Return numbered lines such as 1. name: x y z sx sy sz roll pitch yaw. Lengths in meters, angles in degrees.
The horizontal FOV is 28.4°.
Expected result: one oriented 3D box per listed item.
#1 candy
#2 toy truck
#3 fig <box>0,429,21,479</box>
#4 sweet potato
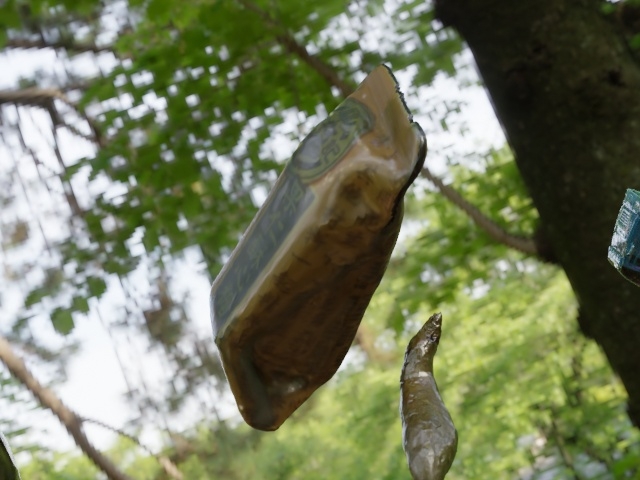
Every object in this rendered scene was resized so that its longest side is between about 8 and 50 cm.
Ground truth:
1. candy: 0.000 0.000 0.923 0.101 0.143 0.271 14 -57 -24
2. toy truck: 0.329 0.018 1.055 0.175 0.081 0.067 19 11 -3
3. fig: -0.232 0.142 0.488 0.249 0.186 0.204 -60 -25 -28
4. sweet potato: 0.072 0.115 0.845 0.038 0.153 0.041 36 -55 -26
